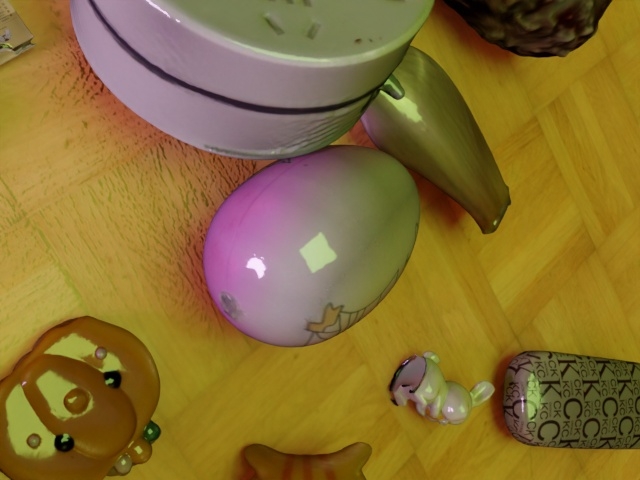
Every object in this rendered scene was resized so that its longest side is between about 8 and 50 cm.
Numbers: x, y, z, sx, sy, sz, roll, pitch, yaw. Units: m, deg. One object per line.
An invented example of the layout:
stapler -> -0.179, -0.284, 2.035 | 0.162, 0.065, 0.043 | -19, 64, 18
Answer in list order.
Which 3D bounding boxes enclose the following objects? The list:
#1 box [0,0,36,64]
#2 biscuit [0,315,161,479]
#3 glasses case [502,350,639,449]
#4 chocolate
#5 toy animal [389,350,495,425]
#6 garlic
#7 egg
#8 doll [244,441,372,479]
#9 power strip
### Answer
box -> -0.337, -0.228, 0.670 | 0.073, 0.020, 0.149 | -42, 108, -32
biscuit -> -0.221, 0.163, 0.688 | 0.170, 0.050, 0.171 | 4, 83, -34
glasses case -> 0.407, 0.243, 1.094 | 0.354, 0.085, 0.137 | 12, 79, -33
chocolate -> 0.271, -0.385, 0.997 | 0.340, 0.225, 0.210 | 27, 78, -30
toy animal -> 0.155, 0.200, 0.935 | 0.124, 0.071, 0.085 | 38, 46, -16
garlic -> 0.144, -0.136, 0.939 | 0.318, 0.112, 0.143 | 40, 43, -21
egg -> 0.000, 0.000, 0.777 | 0.271, 0.196, 0.197 | -22, 97, -44
doll -> -0.007, 0.358, 0.752 | 0.166, 0.162, 0.270 | 0, 90, -11
power strip -> -0.056, -0.254, 0.710 | 0.357, 0.161, 0.358 | 10, 61, -18
